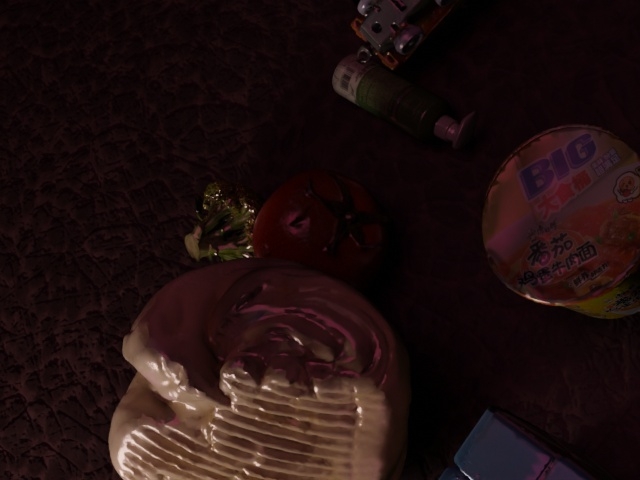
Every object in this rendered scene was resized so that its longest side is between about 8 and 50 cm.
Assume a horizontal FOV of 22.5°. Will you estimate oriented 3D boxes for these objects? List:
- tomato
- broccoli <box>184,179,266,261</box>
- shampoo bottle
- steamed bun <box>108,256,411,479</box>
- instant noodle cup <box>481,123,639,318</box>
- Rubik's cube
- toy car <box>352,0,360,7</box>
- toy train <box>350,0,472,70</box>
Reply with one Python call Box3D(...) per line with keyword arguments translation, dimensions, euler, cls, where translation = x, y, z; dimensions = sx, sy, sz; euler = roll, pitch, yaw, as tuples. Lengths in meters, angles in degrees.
Box3D(translation=(0.000, 0.000, 1.955), dimensions=(0.167, 0.167, 0.167), euler=(-11, 68, 28), cls="tomato")
Box3D(translation=(-0.114, -0.013, 2.045), dimensions=(0.130, 0.120, 0.131), euler=(-12, 102, 56), cls="broccoli")
Box3D(translation=(0.107, -0.170, 1.997), dimensions=(0.204, 0.065, 0.065), euler=(33, 92, 35), cls="shampoo bottle")
Box3D(translation=(-0.062, 0.165, 1.857), dimensions=(0.339, 0.352, 0.247), euler=(7, 39, 4), cls="steamed bun")
Box3D(translation=(0.294, -0.005, 1.771), dimensions=(0.205, 0.153, 0.205), euler=(-11, 67, 27), cls="instant noodle cup")
Box3D(translation=(0.232, 0.336, 1.646), dimensions=(0.231, 0.221, 0.224), euler=(36, 93, 35), cls="Rubik's cube")
Box3D(translation=(0.101, -0.392, 2.063), dimensions=(0.209, 0.089, 0.108), euler=(-47, 55, 7), cls="toy car")
Box3D(translation=(0.129, -0.301, 1.994), dimensions=(0.089, 0.127, 0.219), euler=(49, 112, 18), cls="toy train")
